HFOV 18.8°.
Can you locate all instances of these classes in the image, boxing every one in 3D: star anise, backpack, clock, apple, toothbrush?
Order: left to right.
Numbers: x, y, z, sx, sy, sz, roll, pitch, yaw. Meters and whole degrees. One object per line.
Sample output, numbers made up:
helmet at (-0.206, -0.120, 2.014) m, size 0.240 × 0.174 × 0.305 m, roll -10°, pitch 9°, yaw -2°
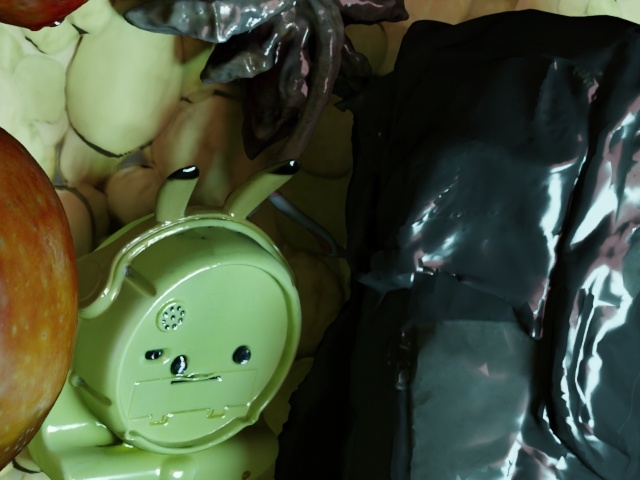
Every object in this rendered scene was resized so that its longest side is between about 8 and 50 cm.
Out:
apple at (-0.235, 0.035, 0.991) m, size 0.230 × 0.230 × 0.230 m, roll -11°, pitch 107°, yaw -40°
clock at (-0.084, 0.050, 1.194) m, size 0.170 × 0.069 × 0.232 m, roll -4°, pitch 118°, yaw -38°
star anise at (-0.023, -0.140, 1.228) m, size 0.209 × 0.089 × 0.231 m, roll -19°, pitch 100°, yaw -30°
toothbrush at (0.000, 0.000, 1.288) m, size 0.019 × 0.013 × 0.193 m, roll -65°, pitch 153°, yaw -11°
backpack at (0.119, 0.075, 1.281) m, size 0.363 × 0.255 × 0.445 m, roll 21°, pitch 84°, yaw -62°

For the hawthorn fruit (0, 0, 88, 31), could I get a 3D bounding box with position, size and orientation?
hawthorn fruit at (-0.173, -0.204, 1.033) m, size 0.185 × 0.185 × 0.202 m, roll -18°, pitch 130°, yaw -38°
